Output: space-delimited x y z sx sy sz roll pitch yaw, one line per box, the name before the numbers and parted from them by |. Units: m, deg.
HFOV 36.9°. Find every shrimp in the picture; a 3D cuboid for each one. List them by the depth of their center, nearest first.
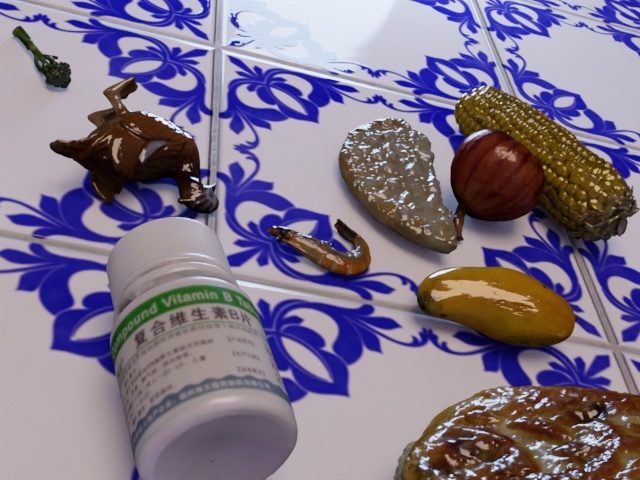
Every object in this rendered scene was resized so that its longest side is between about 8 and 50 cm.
shrimp | 0.000 0.000 1.120 0.127 0.025 0.091 20 36 -9

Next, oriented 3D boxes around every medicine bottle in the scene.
medicine bottle | -0.114 0.097 0.851 0.139 0.139 0.237 2 41 -24

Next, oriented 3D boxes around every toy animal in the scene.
toy animal | -0.209 -0.090 1.088 0.188 0.089 0.179 -20 68 -48

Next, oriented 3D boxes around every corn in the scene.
corn | 0.316 -0.114 1.354 0.115 0.115 0.318 -13 49 -38

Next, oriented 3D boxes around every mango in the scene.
mango | 0.201 0.073 1.092 0.190 0.075 0.098 11 32 -3

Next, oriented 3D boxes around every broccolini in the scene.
broccolini | -0.361 -0.243 1.235 0.030 0.035 0.140 -11 46 -41

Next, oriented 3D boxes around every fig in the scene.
fig | 0.229 -0.068 1.259 0.128 0.150 0.128 10 4 -1

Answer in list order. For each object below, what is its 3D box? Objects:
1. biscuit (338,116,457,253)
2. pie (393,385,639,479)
biscuit | 0.091 -0.084 1.259 0.141 0.038 0.290 11 36 -13
pie | 0.209 0.197 0.805 0.315 0.092 0.315 -5 11 1
